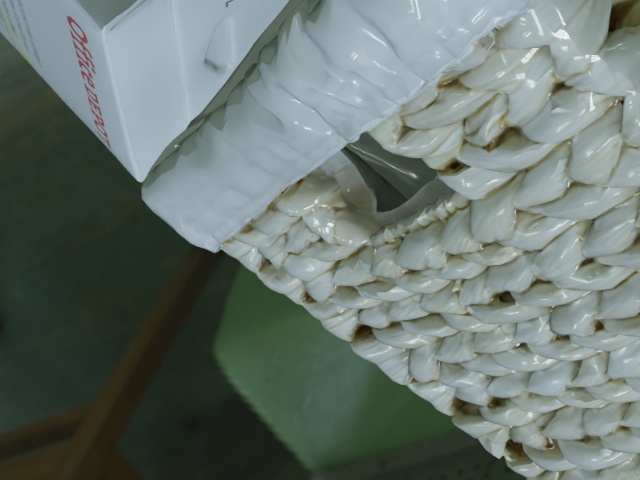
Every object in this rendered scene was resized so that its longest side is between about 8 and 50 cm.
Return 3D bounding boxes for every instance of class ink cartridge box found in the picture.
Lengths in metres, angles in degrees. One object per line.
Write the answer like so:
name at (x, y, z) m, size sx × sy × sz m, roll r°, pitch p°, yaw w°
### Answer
ink cartridge box at (-0.121, -0.216, 0.956) m, size 0.270 × 0.197 × 0.198 m, roll 47°, pitch 166°, yaw 15°

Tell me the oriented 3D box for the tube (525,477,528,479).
tube at (0.121, 0.134, 0.771) m, size 0.070 × 0.240 × 0.062 m, roll 10°, pitch 160°, yaw -21°

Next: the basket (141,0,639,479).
basket at (0.153, -0.086, 0.606) m, size 0.266 × 0.331 × 0.328 m, roll 40°, pitch 159°, yaw -7°
